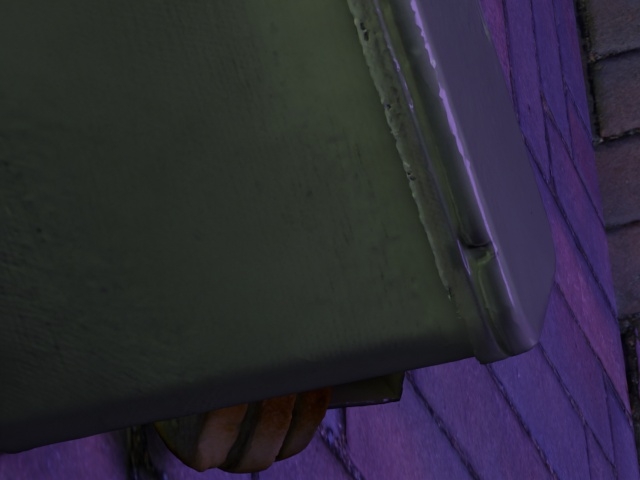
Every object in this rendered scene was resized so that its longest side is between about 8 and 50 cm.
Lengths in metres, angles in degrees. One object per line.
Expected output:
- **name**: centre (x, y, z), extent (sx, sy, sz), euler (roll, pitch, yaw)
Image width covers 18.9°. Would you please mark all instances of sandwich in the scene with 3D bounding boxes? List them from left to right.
- **sandwich**: centre (-0.085, 0.013, 1.404), extent (0.288, 0.100, 0.254), euler (41, -54, 51)

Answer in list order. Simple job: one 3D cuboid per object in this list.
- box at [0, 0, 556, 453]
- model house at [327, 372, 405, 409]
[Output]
- **box**: centre (-0.076, -0.076, 1.132), extent (0.177, 0.344, 0.352), euler (-64, 137, -67)
- **model house**: centre (0.000, 0.000, 1.578), extent (0.243, 0.204, 0.211), euler (-132, -135, -57)
